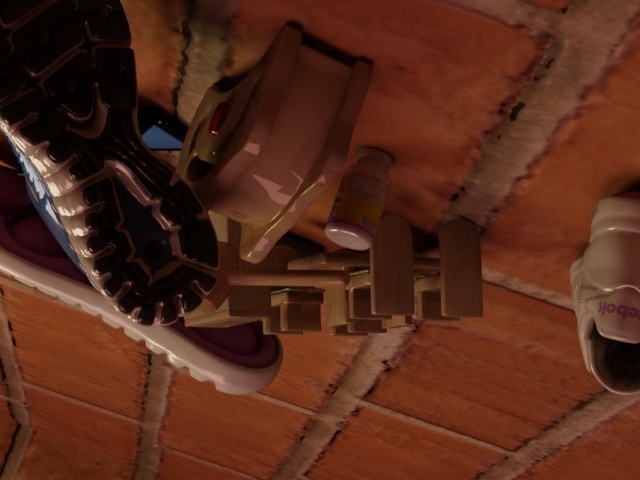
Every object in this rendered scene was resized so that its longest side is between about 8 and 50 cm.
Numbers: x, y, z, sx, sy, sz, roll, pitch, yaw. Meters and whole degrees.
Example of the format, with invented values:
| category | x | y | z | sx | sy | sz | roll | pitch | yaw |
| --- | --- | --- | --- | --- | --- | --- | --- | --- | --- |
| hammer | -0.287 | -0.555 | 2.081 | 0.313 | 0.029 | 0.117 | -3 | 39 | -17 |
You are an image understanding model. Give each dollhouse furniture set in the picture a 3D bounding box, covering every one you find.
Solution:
| category | x | y | z | sx | sy | sz | roll | pitch | yaw |
| --- | --- | --- | --- | --- | --- | --- | --- | --- | --- |
| dollhouse furniture set | 0.000 | 0.000 | 1.509 | 0.242 | 0.161 | 0.212 | 3 | 170 | -29 |

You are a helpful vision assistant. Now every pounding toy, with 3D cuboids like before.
| category | x | y | z | sx | sy | sz | roll | pitch | yaw |
| --- | --- | --- | --- | --- | --- | --- | --- | --- | --- |
| pounding toy | -0.027 | -0.058 | 1.316 | 0.155 | 0.154 | 0.269 | 23 | 141 | -18 |

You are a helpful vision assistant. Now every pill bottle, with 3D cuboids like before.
| category | x | y | z | sx | sy | sz | roll | pitch | yaw |
| --- | --- | --- | --- | --- | --- | --- | --- | --- | --- |
| pill bottle | 0.036 | -0.037 | 1.381 | 0.043 | 0.083 | 0.043 | 17 | 161 | 6 |

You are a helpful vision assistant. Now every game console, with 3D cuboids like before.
| category | x | y | z | sx | sy | sz | roll | pitch | yaw |
| --- | --- | --- | --- | --- | --- | --- | --- | --- | --- |
| game console | -0.189 | -0.085 | 1.486 | 0.122 | 0.107 | 0.071 | 2 | 127 | 39 |

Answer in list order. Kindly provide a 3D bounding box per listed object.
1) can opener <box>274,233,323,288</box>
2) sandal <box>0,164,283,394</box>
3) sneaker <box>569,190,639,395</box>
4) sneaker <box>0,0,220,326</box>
| category | x | y | z | sx | sy | sz | roll | pitch | yaw |
| --- | --- | --- | --- | --- | --- | --- | --- | --- | --- |
| can opener | -0.124 | -0.013 | 1.613 | 0.283 | 0.076 | 0.095 | 21 | 158 | -14 |
| sandal | -0.210 | 0.010 | 1.685 | 0.416 | 0.169 | 0.102 | 31 | 116 | -5 |
| sneaker | 0.257 | 0.072 | 1.374 | 0.114 | 0.152 | 0.305 | 11 | 161 | 15 |
| sneaker | -0.199 | -0.088 | 1.224 | 0.147 | 0.130 | 0.330 | 6 | 121 | 63 |
